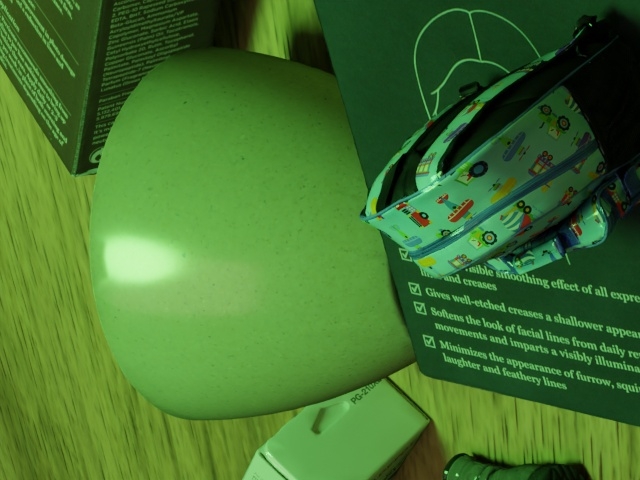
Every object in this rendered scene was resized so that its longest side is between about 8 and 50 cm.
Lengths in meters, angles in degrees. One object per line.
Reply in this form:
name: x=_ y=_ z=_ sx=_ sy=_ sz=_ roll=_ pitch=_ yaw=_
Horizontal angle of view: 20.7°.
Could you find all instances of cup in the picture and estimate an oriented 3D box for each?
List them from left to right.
cup: x=0.000 y=0.000 z=1.493 sx=0.237 sy=0.331 sz=0.331 roll=3 pitch=123 yaw=33

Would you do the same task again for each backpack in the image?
backpack: x=0.117 y=-0.038 z=1.081 sx=0.117 sy=0.173 sz=0.158 roll=56 pitch=142 yaw=-6

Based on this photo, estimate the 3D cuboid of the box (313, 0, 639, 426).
box: x=0.197 y=-0.088 z=1.276 sx=0.293 sy=0.212 sz=0.396 roll=11 pitch=129 yaw=41

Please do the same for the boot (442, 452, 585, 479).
boot: x=0.220 y=0.316 z=1.720 sx=0.161 sy=0.083 sz=0.247 roll=-6 pitch=110 yaw=56

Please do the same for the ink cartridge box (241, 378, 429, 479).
ink cartridge box: x=-0.006 y=0.256 z=1.813 sx=0.100 sy=0.172 sz=0.237 roll=41 pitch=142 yaw=13

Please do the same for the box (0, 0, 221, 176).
box: x=-0.187 y=-0.261 z=1.567 sx=0.191 sy=0.143 sz=0.381 roll=55 pitch=149 yaw=27
